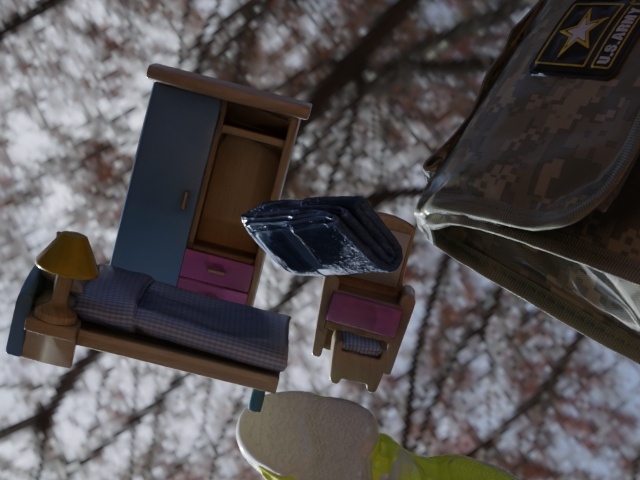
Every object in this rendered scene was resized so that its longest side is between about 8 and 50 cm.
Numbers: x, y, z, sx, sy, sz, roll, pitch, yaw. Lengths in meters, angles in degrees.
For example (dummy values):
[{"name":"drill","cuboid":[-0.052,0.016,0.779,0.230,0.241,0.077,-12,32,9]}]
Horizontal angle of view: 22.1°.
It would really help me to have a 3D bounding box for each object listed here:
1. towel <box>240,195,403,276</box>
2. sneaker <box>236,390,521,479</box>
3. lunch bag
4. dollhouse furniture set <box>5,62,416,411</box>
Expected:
[{"name":"towel","cuboid":[0.000,0.000,1.140,0.067,0.119,0.029,49,-120,-26]},{"name":"sneaker","cuboid":[0.045,0.203,1.264,0.126,0.240,0.091,94,-159,-54]},{"name":"lunch bag","cuboid":[0.214,-0.051,0.836,0.235,0.287,0.169,-58,-23,-14]},{"name":"dollhouse furniture set","cuboid":[-0.054,0.000,1.227,0.286,0.303,0.198,14,-80,-1]}]
